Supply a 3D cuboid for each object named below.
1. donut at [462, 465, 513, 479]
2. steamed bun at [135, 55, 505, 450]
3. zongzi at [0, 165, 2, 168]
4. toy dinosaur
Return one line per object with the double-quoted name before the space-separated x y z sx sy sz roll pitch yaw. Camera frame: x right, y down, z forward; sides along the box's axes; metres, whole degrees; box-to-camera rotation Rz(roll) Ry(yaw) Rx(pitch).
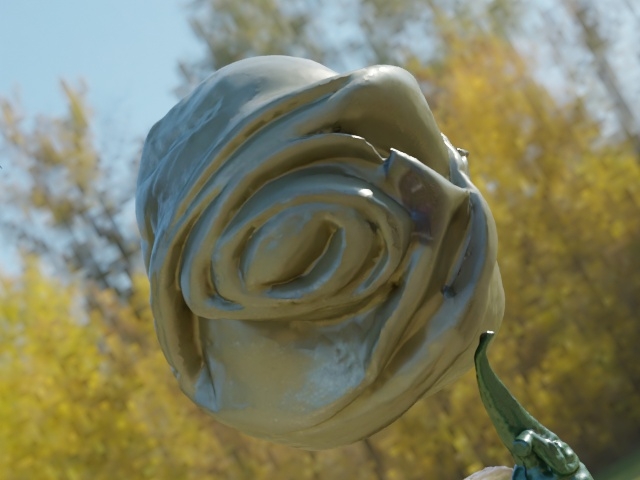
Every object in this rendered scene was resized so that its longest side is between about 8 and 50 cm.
"donut" 0.168 0.374 2.031 0.108 0.277 0.277 -13 -15 -27
"steamed bun" 0.000 0.000 1.790 0.342 0.367 0.255 -23 2 -7
"zongzi" -0.401 -0.044 1.852 0.178 0.081 0.189 11 -67 -44
"toy dinosaur" 0.205 0.230 1.829 0.079 0.292 0.120 -25 24 40
